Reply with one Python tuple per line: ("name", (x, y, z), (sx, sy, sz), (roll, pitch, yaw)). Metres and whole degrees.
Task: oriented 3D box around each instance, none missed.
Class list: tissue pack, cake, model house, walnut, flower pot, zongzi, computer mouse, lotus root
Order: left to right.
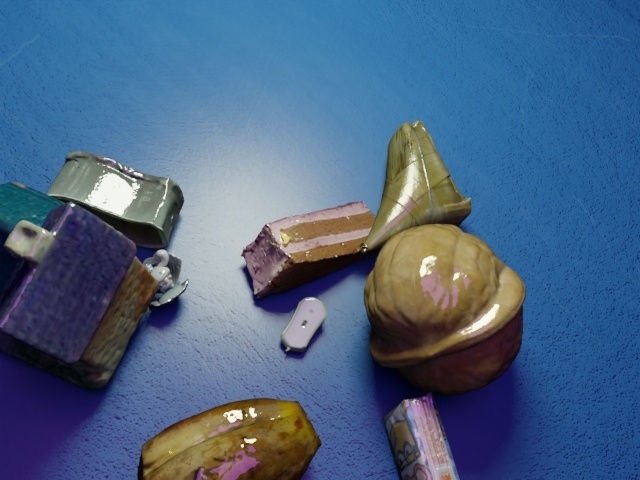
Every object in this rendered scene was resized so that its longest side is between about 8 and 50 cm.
("model house", (-0.440, 0.047, 1.045), (0.312, 0.280, 0.245), (24, 73, 10))
("flower pot", (-0.368, -0.073, 1.252), (0.229, 0.103, 0.108), (17, 61, -2))
("lotus root", (-0.134, 0.337, 1.047), (0.290, 0.193, 0.193), (-17, 68, -18))
("computer mouse", (-0.032, 0.155, 1.243), (0.055, 0.032, 0.110), (31, 72, 6))
("cake", (0.000, 0.000, 1.290), (0.295, 0.113, 0.116), (-21, 70, -32))
("zongzi", (0.142, -0.103, 1.357), (0.256, 0.115, 0.228), (-20, 74, -21))
("tissue pack", (0.163, 0.343, 1.137), (0.065, 0.116, 0.155), (-7, 64, -17))
("walnut", (0.206, 0.118, 1.176), (0.285, 0.285, 0.296), (-37, 106, -25))

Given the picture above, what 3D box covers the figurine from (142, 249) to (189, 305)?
("figurine", (-0.281, 0.067, 1.211), (0.094, 0.082, 0.086), (-31, 97, -2))
